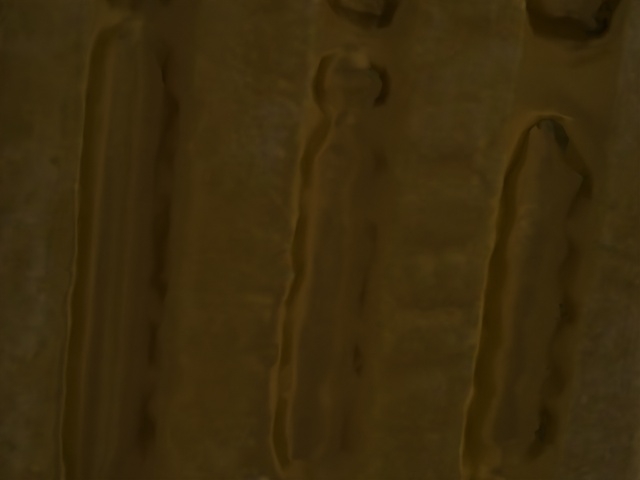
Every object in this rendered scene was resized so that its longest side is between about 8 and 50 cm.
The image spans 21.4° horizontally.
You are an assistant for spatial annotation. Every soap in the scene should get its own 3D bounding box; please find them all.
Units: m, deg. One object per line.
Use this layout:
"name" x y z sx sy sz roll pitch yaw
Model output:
"soap" 0.000 0.000 0.681 0.293 0.156 0.335 2 -77 -10
